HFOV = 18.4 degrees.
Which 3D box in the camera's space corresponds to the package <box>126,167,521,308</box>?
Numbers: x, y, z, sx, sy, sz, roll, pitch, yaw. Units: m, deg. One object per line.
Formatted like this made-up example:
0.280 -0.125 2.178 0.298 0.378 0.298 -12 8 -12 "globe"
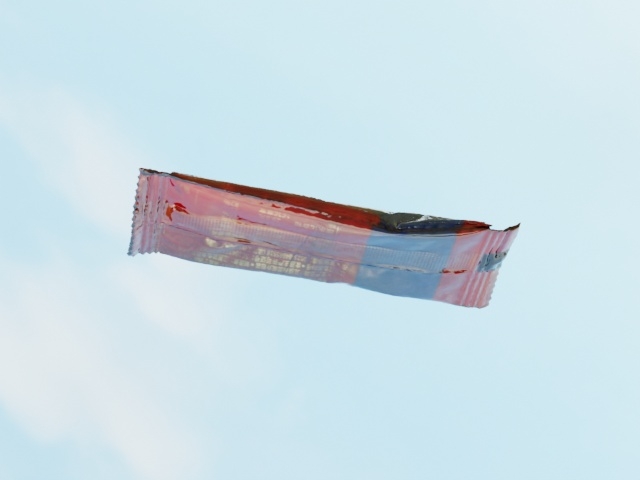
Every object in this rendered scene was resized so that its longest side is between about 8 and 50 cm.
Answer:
0.000 0.000 1.043 0.200 0.083 0.022 9 -121 -5 "package"
